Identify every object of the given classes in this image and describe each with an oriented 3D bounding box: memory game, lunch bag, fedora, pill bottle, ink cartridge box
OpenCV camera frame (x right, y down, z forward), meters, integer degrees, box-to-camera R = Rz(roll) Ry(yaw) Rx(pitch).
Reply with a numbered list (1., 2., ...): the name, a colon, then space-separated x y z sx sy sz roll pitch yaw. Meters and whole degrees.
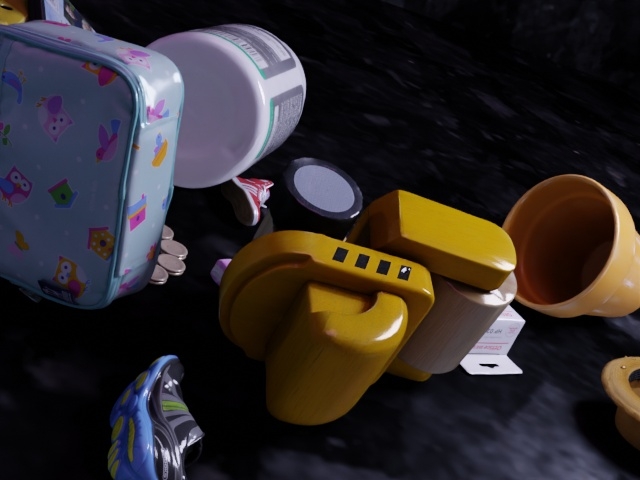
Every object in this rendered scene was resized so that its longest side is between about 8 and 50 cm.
1. memory game: -0.245 -0.001 1.328 0.186 0.012 0.186 21 24 -10
2. lunch bag: -0.267 -0.074 1.137 0.224 0.279 0.108 19 21 16
3. fedora: 0.438 0.224 1.418 0.194 0.079 0.194 14 27 -7
4. pill bottle: -0.136 -0.202 1.587 0.204 0.204 0.361 26 16 4
5. ink cartridge box: 0.191 0.097 1.471 0.104 0.061 0.181 4 31 -37

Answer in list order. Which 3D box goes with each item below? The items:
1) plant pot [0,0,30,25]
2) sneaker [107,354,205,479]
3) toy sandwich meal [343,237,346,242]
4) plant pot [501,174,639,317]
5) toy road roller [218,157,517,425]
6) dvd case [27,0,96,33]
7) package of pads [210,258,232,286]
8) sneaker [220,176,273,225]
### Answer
1. plant pot: -0.450 -0.217 1.367 0.212 0.187 0.212 22 24 -8
2. sneaker: -0.146 0.171 1.017 0.078 0.067 0.188 39 17 -20
3. toy sandwich meal: 0.000 0.000 1.537 0.085 0.029 0.085 19 29 -11
4. plant pot: 0.400 0.029 1.669 0.188 0.205 0.205 25 18 -41
5. toy road roller: 0.050 0.086 1.212 0.329 0.202 0.240 16 41 -18
6. dvd case: -0.299 -0.209 1.437 0.253 0.022 0.180 53 21 -59
7. package of pads: -0.086 0.046 1.353 0.083 0.032 0.050 -1 38 -43
8. sneaker: -0.089 -0.055 1.548 0.067 0.042 0.118 6 27 -28
